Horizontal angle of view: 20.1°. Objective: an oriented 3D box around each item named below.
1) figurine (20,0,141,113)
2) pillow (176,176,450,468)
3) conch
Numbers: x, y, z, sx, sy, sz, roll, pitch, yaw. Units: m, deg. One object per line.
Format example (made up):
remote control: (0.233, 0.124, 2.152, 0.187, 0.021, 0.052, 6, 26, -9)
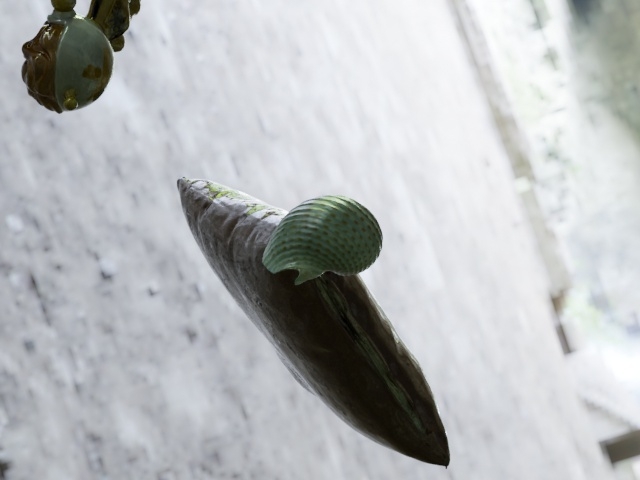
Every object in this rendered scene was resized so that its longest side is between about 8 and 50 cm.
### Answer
figurine: (-0.181, -0.154, 1.407, 0.143, 0.068, 0.101, -44, 148, -60)
pillow: (-0.009, 0.075, 1.840, 0.308, 0.108, 0.305, 56, -12, -24)
conch: (0.001, -0.004, 1.263, 0.085, 0.076, 0.057, -12, 113, -46)
